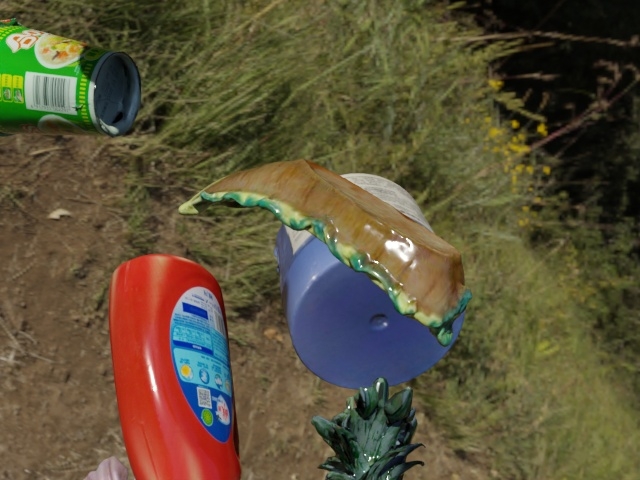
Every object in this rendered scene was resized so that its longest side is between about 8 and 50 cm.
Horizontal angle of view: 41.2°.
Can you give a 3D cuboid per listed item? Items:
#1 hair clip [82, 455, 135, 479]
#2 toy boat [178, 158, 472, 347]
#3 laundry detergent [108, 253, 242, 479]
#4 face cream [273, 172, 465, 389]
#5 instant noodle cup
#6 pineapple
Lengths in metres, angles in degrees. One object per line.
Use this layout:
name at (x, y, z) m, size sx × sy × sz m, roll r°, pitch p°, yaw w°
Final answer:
hair clip at (-0.124, 0.269, 0.788) m, size 0.173 × 0.300 × 0.069 m, roll -79°, pitch 158°, yaw -47°
toy boat at (0.002, -0.011, 0.752) m, size 0.108 × 0.292 × 0.099 m, roll -5°, pitch 119°, yaw -64°
laundry detergent at (-0.068, 0.094, 0.436) m, size 0.097 × 0.049 × 0.165 m, roll 41°, pitch 33°, yaw -57°
face cream at (0.063, 0.054, 1.242) m, size 0.248 × 0.225 × 0.249 m, roll -4°, pitch 123°, yaw -6°
instant noodle cup at (-0.444, -0.265, 1.455) m, size 0.207 × 0.232 × 0.207 m, roll 11°, pitch 90°, yaw -72°
pineapple at (0.051, 0.191, 0.529) m, size 0.083 × 0.221 × 0.103 m, roll -9°, pitch 132°, yaw -11°
